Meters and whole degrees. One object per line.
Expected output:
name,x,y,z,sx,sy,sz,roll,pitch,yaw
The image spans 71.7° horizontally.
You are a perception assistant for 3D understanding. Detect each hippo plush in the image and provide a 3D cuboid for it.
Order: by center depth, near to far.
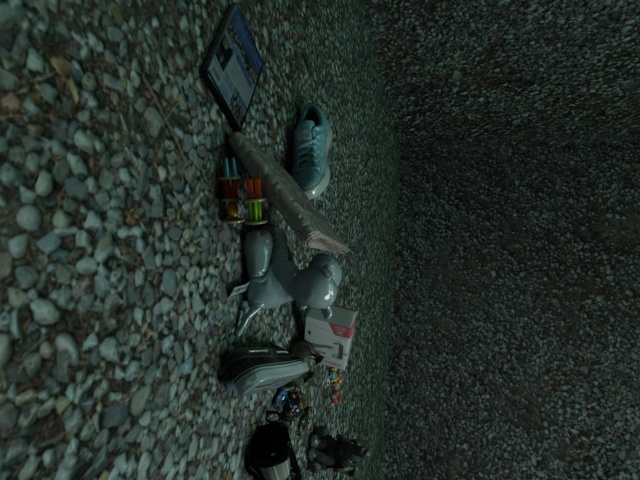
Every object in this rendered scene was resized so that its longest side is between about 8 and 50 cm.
hippo plush,-0.068,0.080,1.150,0.294,0.236,0.235,-49,136,-63

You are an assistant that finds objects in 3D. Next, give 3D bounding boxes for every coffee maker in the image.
coffee maker,-0.112,0.596,1.210,0.171,0.120,0.178,-62,147,-56

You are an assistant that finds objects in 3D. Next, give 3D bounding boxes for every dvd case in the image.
dvd case,-0.206,-0.418,1.076,0.180,0.022,0.253,64,31,-55

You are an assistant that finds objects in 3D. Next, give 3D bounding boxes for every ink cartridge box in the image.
ink cartridge box,0.028,0.320,1.492,0.092,0.158,0.218,-64,163,-49

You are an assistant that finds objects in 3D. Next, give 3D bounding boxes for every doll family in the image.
doll family,-0.084,0.505,1.368,0.111,0.075,0.193,-60,143,-48

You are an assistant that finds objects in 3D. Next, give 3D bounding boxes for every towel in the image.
towel,-0.073,-0.101,1.138,0.332,0.053,0.317,51,7,18

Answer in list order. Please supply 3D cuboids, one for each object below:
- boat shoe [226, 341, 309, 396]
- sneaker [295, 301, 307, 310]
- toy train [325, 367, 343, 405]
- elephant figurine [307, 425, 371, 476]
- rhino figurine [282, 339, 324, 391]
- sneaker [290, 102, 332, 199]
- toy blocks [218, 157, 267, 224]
boat shoe,-0.126,0.317,1.153,0.119,0.121,0.335,60,8,21
sneaker,-0.064,0.176,1.477,0.135,0.052,0.058,-77,149,-53
toy train,0.067,0.611,1.863,0.125,0.046,0.166,-70,153,-47
elephant figurine,0.083,0.779,1.606,0.186,0.239,0.170,-15,104,-71
rhino figurine,-0.071,0.393,1.379,0.073,0.106,0.243,-52,175,25
sneaker,-0.047,-0.295,1.415,0.150,0.135,0.366,57,28,-46
toy blocks,-0.177,-0.114,1.005,0.054,0.123,0.148,-19,109,-56
